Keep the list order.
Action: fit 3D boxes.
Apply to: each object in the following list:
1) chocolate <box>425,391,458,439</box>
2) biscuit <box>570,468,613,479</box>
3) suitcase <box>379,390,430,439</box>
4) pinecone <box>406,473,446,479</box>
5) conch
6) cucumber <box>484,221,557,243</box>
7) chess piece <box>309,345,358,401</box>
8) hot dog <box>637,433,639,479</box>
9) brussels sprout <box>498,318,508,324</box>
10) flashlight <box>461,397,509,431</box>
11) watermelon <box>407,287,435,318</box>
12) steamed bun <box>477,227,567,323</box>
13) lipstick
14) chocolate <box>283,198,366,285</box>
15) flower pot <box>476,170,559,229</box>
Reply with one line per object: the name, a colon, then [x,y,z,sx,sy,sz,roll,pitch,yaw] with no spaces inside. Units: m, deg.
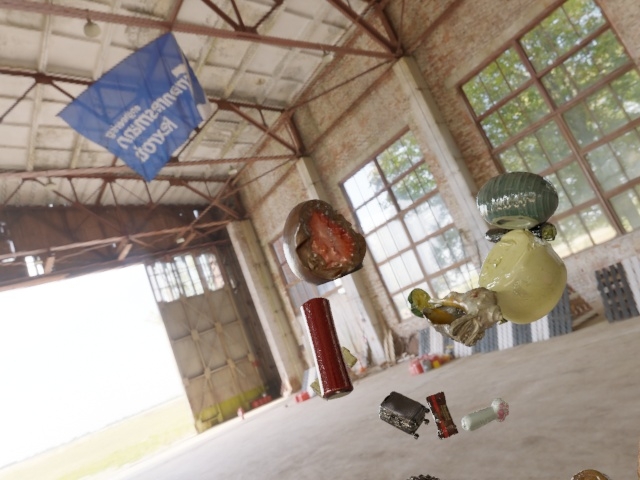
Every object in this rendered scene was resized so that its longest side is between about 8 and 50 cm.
chocolate: [0.469,0.677,1.799,0.085,0.183,0.028,-23,-52,13]
biscuit: [0.791,0.815,1.326,0.049,0.273,0.257,11,-44,-17]
suitcase: [0.227,0.474,1.270,0.126,0.059,0.086,16,30,36]
pinecone: [0.310,0.823,1.309,0.245,0.293,0.246,1,-28,0]
conch: [0.383,0.203,1.277,0.178,0.163,0.245,0,5,-35]
cucumber: [0.653,-0.018,1.550,0.067,0.067,0.245,-12,3,-39]
chess piece: [0.052,0.493,1.733,0.200,0.090,0.090,-48,-3,-20]
hot dog: [0.810,0.434,1.013,0.195,0.366,0.367,15,47,38]
brussels sprout: [0.655,0.268,1.678,0.058,0.085,0.085,-28,-13,35]
flashlight: [0.602,0.639,1.683,0.200,0.093,0.047,-13,16,-19]
watermelon: [0.321,0.209,1.507,0.105,0.106,0.062,-11,-25,-42]
steamed bun: [0.602,0.112,1.373,0.273,0.232,0.166,-54,27,-10]
lipstick: [0.013,0.257,1.124,0.080,0.241,0.080,-11,-30,-7]
chocolate: [0.000,0.000,0.740,0.127,0.133,0.124,-20,-2,26]
flower pot: [0.619,-0.123,1.465,0.242,0.157,0.189,-2,-26,41]
